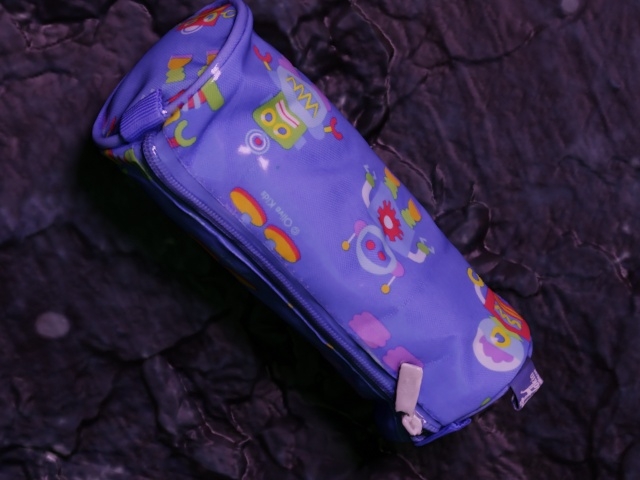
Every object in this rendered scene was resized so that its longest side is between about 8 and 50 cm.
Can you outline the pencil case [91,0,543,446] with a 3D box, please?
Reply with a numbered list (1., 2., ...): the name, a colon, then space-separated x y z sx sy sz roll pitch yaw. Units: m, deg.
1. pencil case: 0.000 0.000 0.930 0.119 0.133 0.306 -32 112 31
